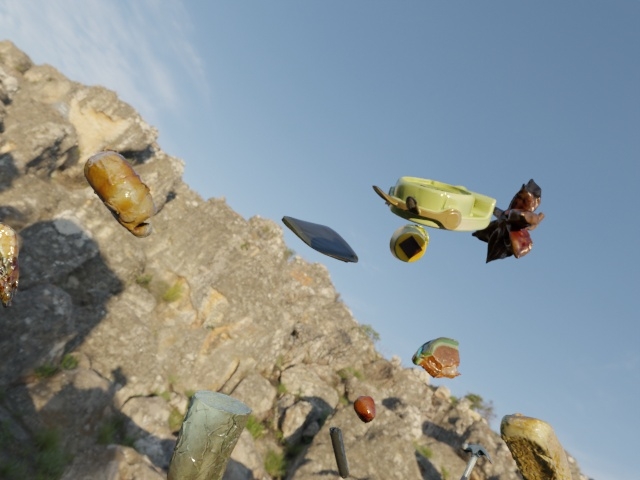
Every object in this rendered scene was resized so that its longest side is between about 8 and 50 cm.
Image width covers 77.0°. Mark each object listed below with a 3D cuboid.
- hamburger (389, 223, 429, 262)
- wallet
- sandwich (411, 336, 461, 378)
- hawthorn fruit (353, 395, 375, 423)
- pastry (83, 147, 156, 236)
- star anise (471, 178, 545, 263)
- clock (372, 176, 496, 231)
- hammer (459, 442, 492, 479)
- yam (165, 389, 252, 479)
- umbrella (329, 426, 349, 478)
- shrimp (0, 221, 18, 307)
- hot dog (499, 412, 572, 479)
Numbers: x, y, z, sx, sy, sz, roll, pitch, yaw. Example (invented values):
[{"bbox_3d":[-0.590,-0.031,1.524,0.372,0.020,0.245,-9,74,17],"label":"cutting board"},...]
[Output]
[{"bbox_3d":[0.308,0.008,1.399,0.127,0.141,0.081,34,13,-13],"label":"hamburger"},{"bbox_3d":[0.000,0.000,1.200,0.245,0.052,0.168,16,24,-52],"label":"wallet"},{"bbox_3d":[0.460,0.449,1.563,0.079,0.235,0.159,-60,-147,36],"label":"sandwich"},{"bbox_3d":[0.159,0.604,1.433,0.093,0.081,0.081,-100,167,-45],"label":"hawthorn fruit"},{"bbox_3d":[-0.468,-0.111,0.951,0.229,0.100,0.218,51,-21,2],"label":"pastry"},{"bbox_3d":[0.458,-0.036,0.955,0.111,0.212,0.196,40,23,3],"label":"star anise"},{"bbox_3d":[0.204,-0.073,0.757,0.170,0.232,0.069,30,-65,43],"label":"clock"},{"bbox_3d":[0.412,0.695,1.155,0.029,0.246,0.103,54,-36,-8],"label":"hammer"},{"bbox_3d":[-0.404,0.721,1.453,0.241,0.347,0.241,22,0,0],"label":"yam"},{"bbox_3d":[0.049,0.544,1.036,0.036,0.031,0.132,-51,129,-88],"label":"umbrella"},{"bbox_3d":[-0.733,0.054,0.859,0.035,0.148,0.194,-23,-106,59],"label":"shrimp"},{"bbox_3d":[0.417,0.405,0.769,0.084,0.073,0.242,-3,-52,48],"label":"hot dog"}]
